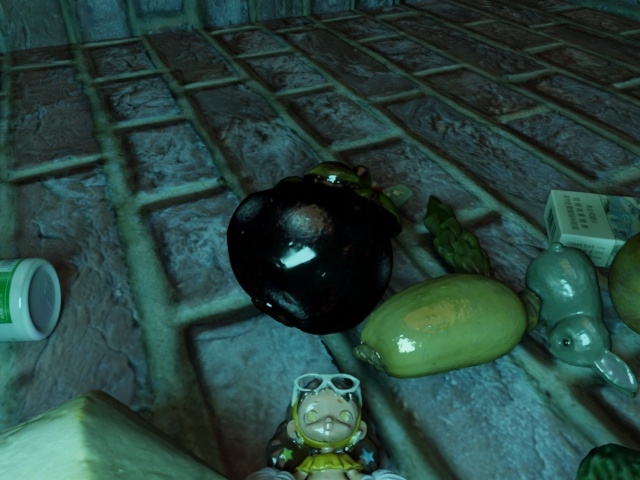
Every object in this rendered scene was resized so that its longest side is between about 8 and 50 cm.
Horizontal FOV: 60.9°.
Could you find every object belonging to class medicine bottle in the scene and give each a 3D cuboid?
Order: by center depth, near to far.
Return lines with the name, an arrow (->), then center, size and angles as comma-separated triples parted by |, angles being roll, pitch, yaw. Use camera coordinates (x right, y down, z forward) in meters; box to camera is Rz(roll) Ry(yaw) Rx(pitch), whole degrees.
medicine bottle -> -0.565, 0.095, 0.844 | 0.274, 0.133, 0.133 | -1, 36, -2

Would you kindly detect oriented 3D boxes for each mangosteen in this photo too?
mangosteen -> 0.000, 0.005, 0.859 | 0.287, 0.233, 0.287 | -18, 17, 6

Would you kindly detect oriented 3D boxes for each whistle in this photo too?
whistle -> 0.090, -0.055, 1.077 | 0.253, 0.106, 0.102 | -27, 85, -32

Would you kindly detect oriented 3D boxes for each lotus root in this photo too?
lotus root -> 0.193, 0.120, 0.806 | 0.303, 0.131, 0.146 | -11, 39, -15

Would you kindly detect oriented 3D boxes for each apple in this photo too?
apple -> 0.549, 0.064, 0.836 | 0.188, 0.188, 0.174 | 21, 37, 27

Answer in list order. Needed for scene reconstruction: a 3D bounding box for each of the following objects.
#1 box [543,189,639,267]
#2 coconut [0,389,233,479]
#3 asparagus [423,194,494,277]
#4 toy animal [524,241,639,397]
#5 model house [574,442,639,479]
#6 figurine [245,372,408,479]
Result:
box -> 0.577, -0.018, 1.043 | 0.256, 0.069, 0.164 | 7, 37, 10
coconut -> -0.201, 0.288, 0.464 | 0.329, 0.329, 0.329 | 0, 36, 0
asparagus -> 0.248, 0.002, 1.015 | 0.080, 0.080, 0.287 | -8, 29, -10
toy animal -> 0.385, 0.120, 0.825 | 0.108, 0.138, 0.236 | -14, 50, 15
model house -> 0.285, 0.366, 0.389 | 0.298, 0.243, 0.284 | 19, 44, 42
figurine -> 0.007, 0.270, 0.618 | 0.174, 0.116, 0.240 | -2, 42, 2
